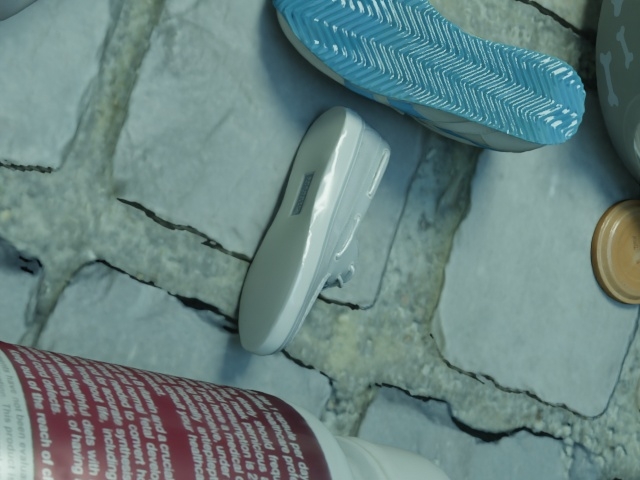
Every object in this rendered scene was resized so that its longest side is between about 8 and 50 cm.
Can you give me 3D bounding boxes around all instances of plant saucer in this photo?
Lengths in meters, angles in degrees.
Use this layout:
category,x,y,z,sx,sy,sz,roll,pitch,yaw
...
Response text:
category,x,y,z,sx,sy,sz,roll,pitch,yaw
plant saucer,0.249,0.009,1.449,0.083,0.013,0.083,0,89,-34

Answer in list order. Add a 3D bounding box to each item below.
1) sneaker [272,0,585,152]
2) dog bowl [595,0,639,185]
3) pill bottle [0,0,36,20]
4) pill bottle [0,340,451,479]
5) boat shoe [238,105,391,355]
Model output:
category,x,y,z,sx,sy,sz,roll,pitch,yaw
sneaker,0.067,-0.121,1.286,0.228,0.092,0.087,26,77,-11
dog bowl,0.366,-0.153,1.438,0.348,0.102,0.349,-8,106,-27
pill bottle,-0.128,-0.273,1.100,0.301,0.169,0.169,-39,111,-28
pill bottle,-0.115,0.187,1.077,0.392,0.224,0.224,14,82,-33
boat shoe,0.000,0.000,1.257,0.063,0.066,0.184,30,64,-29
